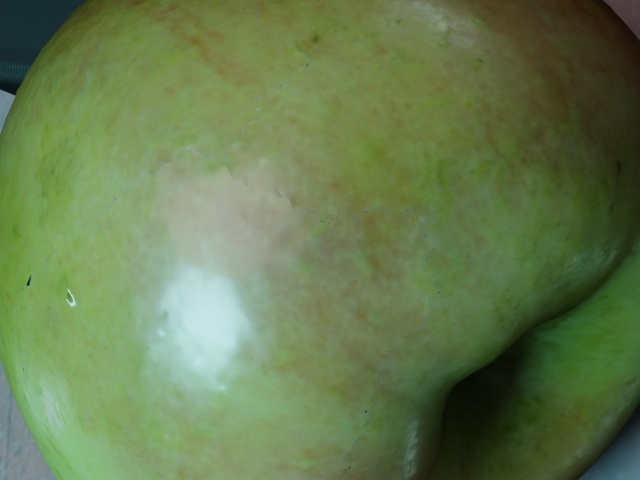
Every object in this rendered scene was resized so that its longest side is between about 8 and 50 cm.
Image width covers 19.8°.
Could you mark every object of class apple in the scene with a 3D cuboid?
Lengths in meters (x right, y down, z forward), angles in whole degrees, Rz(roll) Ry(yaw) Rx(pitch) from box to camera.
[{"bbox_3d":[0.000,0.000,0.816,0.277,0.319,0.319,46,108,35],"label":"apple"}]

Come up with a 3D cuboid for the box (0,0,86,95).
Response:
[{"bbox_3d":[-0.125,-0.148,1.103,0.201,0.090,0.145,12,85,42],"label":"box"}]
